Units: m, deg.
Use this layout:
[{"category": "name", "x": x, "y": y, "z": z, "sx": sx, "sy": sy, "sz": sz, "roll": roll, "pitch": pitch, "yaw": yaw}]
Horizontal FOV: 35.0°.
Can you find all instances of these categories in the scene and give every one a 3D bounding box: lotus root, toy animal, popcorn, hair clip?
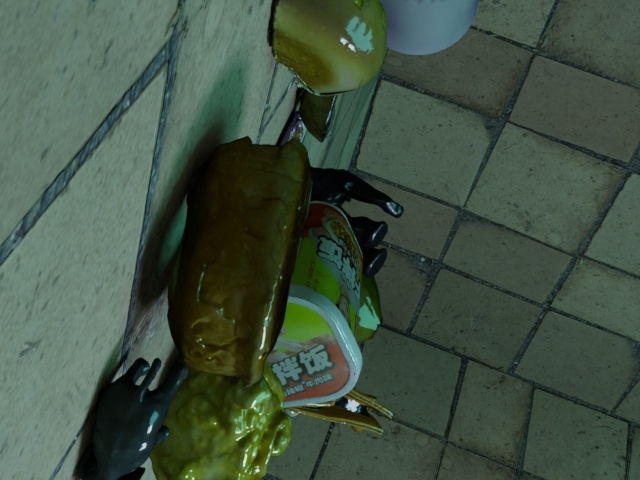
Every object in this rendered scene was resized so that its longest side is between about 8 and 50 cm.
[{"category": "lotus root", "x": 0.006, "y": -0.293, "z": 1.887, "sx": 0.183, "sy": 0.077, "sz": 0.204, "roll": -71, "pitch": 180, "yaw": -65}, {"category": "toy animal", "x": -0.245, "y": 0.255, "z": 1.261, "sx": 0.270, "sy": 0.082, "sz": 0.137, "roll": -66, "pitch": 175, "yaw": 25}, {"category": "popcorn", "x": -0.154, "y": 0.289, "z": 1.666, "sx": 0.242, "sy": 0.235, "sz": 0.250, "roll": -105, "pitch": -142, "yaw": -71}, {"category": "hair clip", "x": -0.084, "y": -0.096, "z": 1.849, "sx": 0.110, "sy": 0.095, "sz": 0.359, "roll": 57, "pitch": 31, "yaw": -36}]

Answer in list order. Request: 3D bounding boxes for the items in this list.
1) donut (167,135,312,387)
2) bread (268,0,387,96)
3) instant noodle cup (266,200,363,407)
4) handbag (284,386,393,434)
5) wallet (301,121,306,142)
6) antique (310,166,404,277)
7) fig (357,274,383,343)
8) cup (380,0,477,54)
[{"category": "donut", "x": -0.106, "y": 0.014, "z": 1.288, "sx": 0.330, "sy": 0.159, "sz": 0.330, "roll": -163, "pitch": -90, "yaw": -83}, {"category": "bread", "x": 0.025, "y": -0.304, "z": 1.429, "sx": 0.261, "sy": 0.156, "sz": 0.158, "roll": 100, "pitch": 14, "yaw": -76}, {"category": "instant noodle cup", "x": -0.049, "y": 0.101, "z": 1.842, "sx": 0.308, "sy": 0.293, "sz": 0.294, "roll": -76, "pitch": -177, "yaw": -50}, {"category": "handbag", "x": -0.027, "y": 0.345, "z": 2.416, "sx": 0.401, "sy": 0.283, "sz": 0.133, "roll": 18, "pitch": -94, "yaw": 62}, {"category": "wallet", "x": -0.048, "y": -0.196, "z": 2.006, "sx": 0.061, "sy": 0.025, "sz": 0.122, "roll": -64, "pitch": 175, "yaw": -81}, {"category": "antique", "x": 0.000, "y": 0.000, "z": 2.156, "sx": 0.322, "sy": 0.255, "sz": 0.185, "roll": -57, "pitch": 158, "yaw": 10}, {"category": "fig", "x": 0.001, "y": 0.131, "z": 2.384, "sx": 0.316, "sy": 0.316, "sz": 0.316, "roll": 21, "pitch": 90, "yaw": -87}, {"category": "cup", "x": 0.198, "y": -0.533, "z": 1.966, "sx": 0.371, "sy": 0.253, "sz": 0.253, "roll": 79, "pitch": 32, "yaw": -81}]
